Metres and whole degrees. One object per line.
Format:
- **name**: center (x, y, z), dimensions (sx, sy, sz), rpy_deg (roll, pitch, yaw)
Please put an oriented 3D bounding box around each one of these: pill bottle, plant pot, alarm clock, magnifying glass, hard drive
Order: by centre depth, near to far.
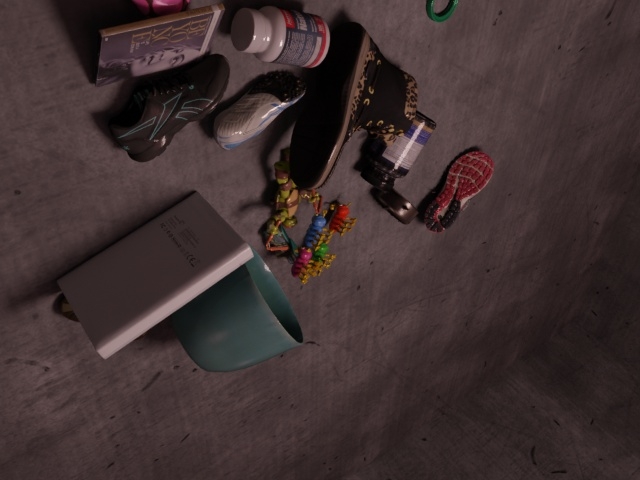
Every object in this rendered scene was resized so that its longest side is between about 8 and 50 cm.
- **pill bottle**: center (-0.080, -0.406, 1.243), dimensions (0.180, 0.108, 0.107), rpy_deg (-7, 128, -41)
- **hard drive**: center (-0.346, 0.059, 1.305), dimensions (0.353, 0.233, 0.047), rpy_deg (-35, 141, -15)
- **magnifying glass**: center (0.295, -0.629, 1.477), dimensions (0.092, 0.026, 0.230), rpy_deg (-28, 141, -23)
- **plant pot**: center (-0.216, 0.181, 1.521), dimensions (0.235, 0.293, 0.293), rpy_deg (-30, 143, 4)
- **pill bottle**: center (0.199, -0.243, 1.653), dimensions (0.123, 0.123, 0.219), rpy_deg (10, 116, -48)
- **alarm clock**: center (0.220, -0.098, 1.811), dimensions (0.064, 0.129, 0.192), rpy_deg (-50, 164, 6)

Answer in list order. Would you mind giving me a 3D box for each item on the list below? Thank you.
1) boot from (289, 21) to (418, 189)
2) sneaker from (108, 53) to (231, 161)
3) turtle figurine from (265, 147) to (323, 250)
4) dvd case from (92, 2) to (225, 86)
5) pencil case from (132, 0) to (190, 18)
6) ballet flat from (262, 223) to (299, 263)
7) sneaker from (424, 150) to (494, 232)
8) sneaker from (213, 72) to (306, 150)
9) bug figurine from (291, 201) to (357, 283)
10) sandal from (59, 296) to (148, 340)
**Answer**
- **boot**: center (0.088, -0.277, 1.465), dimensions (0.284, 0.138, 0.377), rpy_deg (14, 92, -52)
- **sneaker**: center (-0.282, -0.264, 1.184), dimensions (0.267, 0.101, 0.106), rpy_deg (-45, 141, -3)
- **turtle figurine**: center (-0.072, -0.114, 1.540), dimensions (0.269, 0.087, 0.217), rpy_deg (-42, 146, -45)
- **dvd case**: center (-0.286, -0.341, 1.100), dimensions (0.221, 0.018, 0.164), rpy_deg (-25, 174, -27)
- **pencil case**: center (-0.295, -0.452, 1.008), dimensions (0.098, 0.095, 0.209), rpy_deg (-17, 150, 19)
- **ballet flat**: center (-0.101, 0.016, 1.661), dimensions (0.070, 0.070, 0.188), rpy_deg (-41, 141, -8)
- **sneaker**: center (0.428, -0.156, 1.984), dimensions (0.299, 0.121, 0.112), rpy_deg (-51, 172, 4)
- **sneaker**: center (-0.132, -0.279, 1.344), dimensions (0.237, 0.085, 0.086), rpy_deg (-37, 169, -18)
- **bug figurine**: center (0.000, 0.000, 1.642), dimensions (0.216, 0.072, 0.279), rpy_deg (-65, 167, 18)
- **sandal**: center (-0.485, 0.163, 1.420), dimensions (0.219, 0.060, 0.089), rpy_deg (23, 101, -37)
